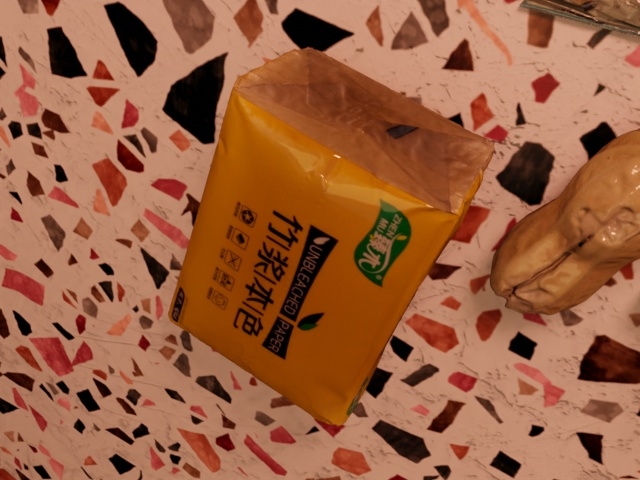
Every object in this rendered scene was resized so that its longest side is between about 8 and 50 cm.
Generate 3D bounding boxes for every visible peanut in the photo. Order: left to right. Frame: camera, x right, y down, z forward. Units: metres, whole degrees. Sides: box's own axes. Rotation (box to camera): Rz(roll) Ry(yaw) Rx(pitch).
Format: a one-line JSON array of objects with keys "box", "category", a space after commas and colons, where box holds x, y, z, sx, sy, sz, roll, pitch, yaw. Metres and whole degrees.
[{"box": [0.308, -0.012, 0.803, 0.130, 0.130, 0.290, 40, 130, 1], "category": "peanut"}]

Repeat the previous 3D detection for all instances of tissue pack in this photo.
[{"box": [0.000, 0.000, 0.903, 0.293, 0.228, 0.382, 31, 126, 10], "category": "tissue pack"}]

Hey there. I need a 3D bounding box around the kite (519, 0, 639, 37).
[{"box": [0.381, -0.309, 0.660, 0.406, 0.014, 0.368, -27, 103, 37], "category": "kite"}]
